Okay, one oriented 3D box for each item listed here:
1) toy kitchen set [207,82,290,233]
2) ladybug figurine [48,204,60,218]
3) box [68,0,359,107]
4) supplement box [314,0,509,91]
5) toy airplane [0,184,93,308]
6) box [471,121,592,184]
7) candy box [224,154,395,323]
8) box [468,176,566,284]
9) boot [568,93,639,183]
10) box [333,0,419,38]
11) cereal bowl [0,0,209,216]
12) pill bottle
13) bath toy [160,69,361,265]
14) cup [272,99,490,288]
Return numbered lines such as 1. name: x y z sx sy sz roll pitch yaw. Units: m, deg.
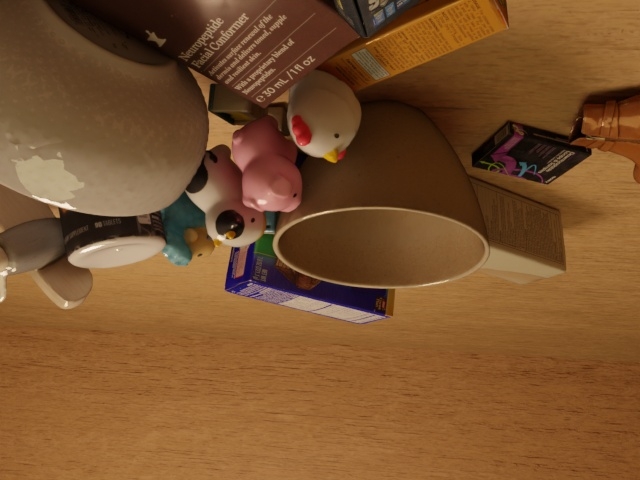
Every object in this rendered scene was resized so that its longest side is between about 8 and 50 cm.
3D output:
1. toy kitchen set: -0.137 -0.120 0.854 0.122 0.207 0.166 2 177 18
2. ladybug figurine: -0.514 -0.053 1.108 0.450 0.161 0.305 -4 159 29
3. box: -0.148 -0.305 0.540 0.381 0.143 0.191 23 151 -33
4. supplement box: 0.105 -0.262 0.667 0.233 0.078 0.080 -13 151 37
5. toy airplane: -0.497 -0.103 0.771 0.386 0.384 0.272 12 148 -18
6. box: 0.365 -0.148 0.947 0.162 0.029 0.116 9 157 -14
7. candy box: 0.000 0.000 1.061 0.317 0.268 0.122 18 159 -29
8. box: 0.343 -0.020 1.111 0.311 0.148 0.121 17 155 -23
9. boot: 0.475 -0.156 0.860 0.152 0.073 0.197 -2 144 13
10. box: 0.095 -0.306 0.440 0.233 0.059 0.183 -35 150 1
11. cereal bowl: -0.268 -0.195 0.623 0.339 0.339 0.141 22 125 -36
12. pill bottle: -0.303 -0.094 0.758 0.131 0.245 0.130 -15 167 -4
13. bath toy: -0.090 -0.087 0.744 0.348 0.129 0.151 -32 109 32
14. cup: 0.100 -0.082 0.887 0.331 0.236 0.331 4 157 2
